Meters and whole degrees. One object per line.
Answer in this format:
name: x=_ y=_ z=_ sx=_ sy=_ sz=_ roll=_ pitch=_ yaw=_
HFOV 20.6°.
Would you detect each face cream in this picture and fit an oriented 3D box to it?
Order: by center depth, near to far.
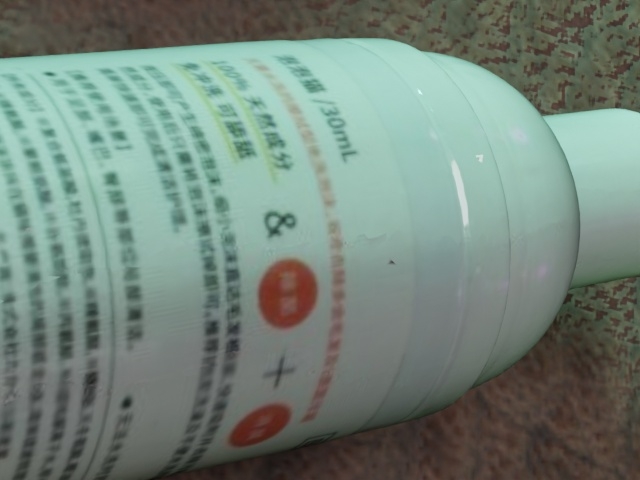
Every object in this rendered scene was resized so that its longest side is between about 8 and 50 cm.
face cream: x=0.000 y=0.000 z=0.634 sx=0.369 sy=0.145 sz=0.145 roll=-7 pitch=74 yaw=-35
